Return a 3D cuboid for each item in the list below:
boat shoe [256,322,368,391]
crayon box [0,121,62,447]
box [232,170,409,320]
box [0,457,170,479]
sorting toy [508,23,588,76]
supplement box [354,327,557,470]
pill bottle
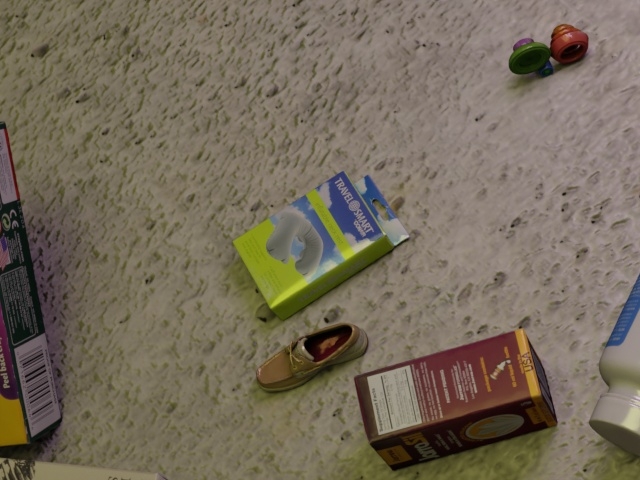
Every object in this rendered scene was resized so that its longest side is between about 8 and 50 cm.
[{"bbox_3d":[-0.015,0.126,1.803,0.135,0.045,0.050,-26,60,5],"label":"boat shoe"},{"bbox_3d":[-0.491,0.064,1.860,0.313,0.106,0.362,-7,98,17],"label":"crayon box"},{"bbox_3d":[0.000,0.000,1.860,0.178,0.042,0.109,-33,60,2],"label":"box"},{"bbox_3d":[-0.296,0.308,1.784,0.275,0.094,0.113,1,66,20],"label":"box"},{"bbox_3d":[0.260,-0.225,1.869,0.102,0.061,0.042,-12,59,-13],"label":"sorting toy"},{"bbox_3d":[0.143,0.169,1.694,0.188,0.104,0.080,-17,62,11],"label":"supplement box"},{"bbox_3d":[0.359,0.108,1.639,0.124,0.124,0.221,22,74,26],"label":"pill bottle"}]
